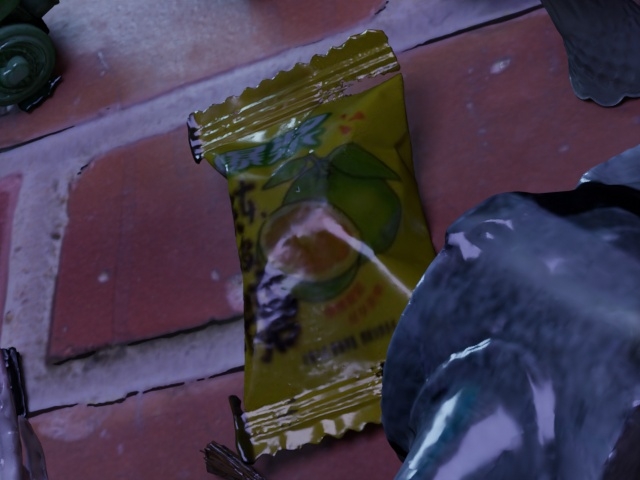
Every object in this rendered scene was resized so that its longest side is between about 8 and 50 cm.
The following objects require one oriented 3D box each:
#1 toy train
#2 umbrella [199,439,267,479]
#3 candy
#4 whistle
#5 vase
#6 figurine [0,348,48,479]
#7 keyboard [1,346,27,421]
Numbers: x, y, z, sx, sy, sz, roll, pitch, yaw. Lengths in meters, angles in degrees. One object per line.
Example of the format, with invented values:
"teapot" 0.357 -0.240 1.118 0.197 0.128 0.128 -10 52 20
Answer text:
"toy train" -0.353 -0.172 1.477 0.243 0.188 0.132 -40 48 5
"umbrella" -0.055 0.160 1.168 0.020 0.031 0.083 -31 41 -30
"candy" 0.000 0.000 1.199 0.187 0.081 0.297 -21 61 20
"whistle" 0.197 0.030 0.965 0.168 0.188 0.405 30 80 43
"vase" 0.174 -0.162 1.132 0.081 0.149 0.081 -18 53 26
"figurine" -0.196 0.256 1.006 0.206 0.315 0.284 -26 48 12
"keyboard" -0.334 0.161 1.361 0.231 0.023 0.072 -28 52 17
